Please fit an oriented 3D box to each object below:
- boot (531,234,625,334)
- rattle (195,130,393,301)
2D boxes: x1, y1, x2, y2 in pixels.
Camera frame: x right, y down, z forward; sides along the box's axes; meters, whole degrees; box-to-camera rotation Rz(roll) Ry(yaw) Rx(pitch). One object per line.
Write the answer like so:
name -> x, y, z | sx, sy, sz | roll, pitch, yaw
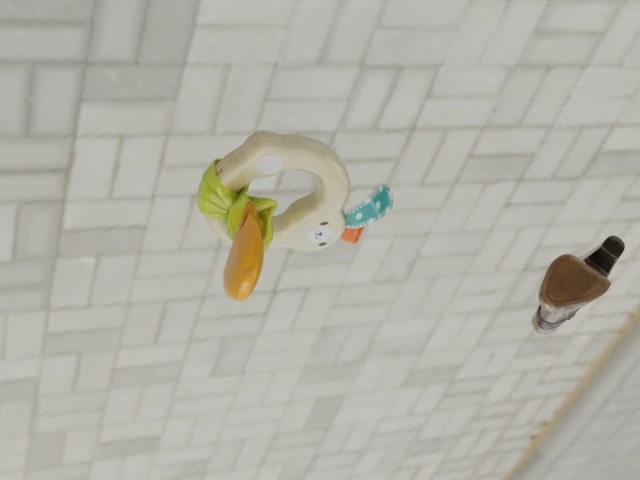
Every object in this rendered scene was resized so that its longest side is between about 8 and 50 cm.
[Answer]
boot -> 0.185, 0.044, 0.823 | 0.118, 0.042, 0.087 | -29, 159, -38
rattle -> 0.000, 0.000, 0.907 | 0.130, 0.142, 0.200 | -49, 135, 10
